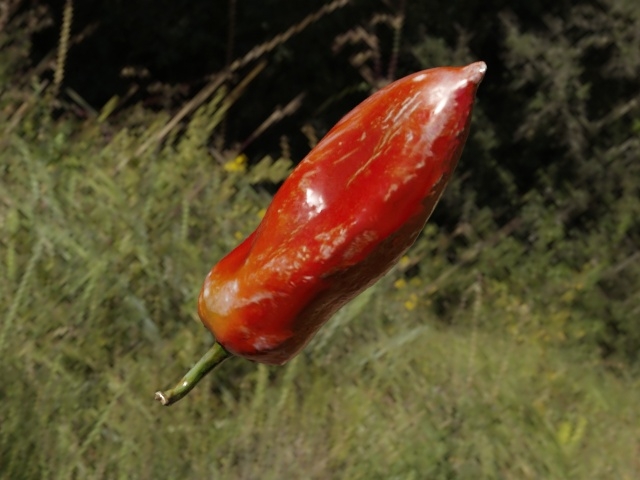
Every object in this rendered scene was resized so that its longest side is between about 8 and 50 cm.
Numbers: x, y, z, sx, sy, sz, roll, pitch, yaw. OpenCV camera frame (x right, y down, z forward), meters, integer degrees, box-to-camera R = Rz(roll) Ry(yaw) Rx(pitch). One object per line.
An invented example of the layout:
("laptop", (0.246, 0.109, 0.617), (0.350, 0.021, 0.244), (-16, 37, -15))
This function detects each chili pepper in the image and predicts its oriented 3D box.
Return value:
("chili pepper", (0.000, 0.000, 0.541), (0.050, 0.191, 0.059), (25, 29, -38))
